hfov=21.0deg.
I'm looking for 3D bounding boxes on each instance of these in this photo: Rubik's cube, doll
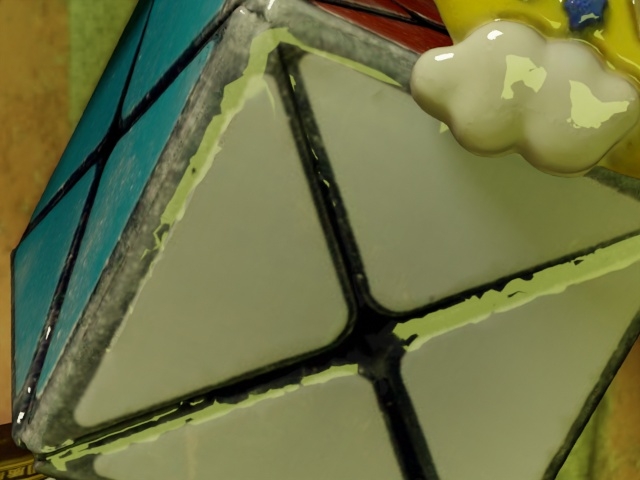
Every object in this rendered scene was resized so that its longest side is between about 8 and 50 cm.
[{"bbox_3d":[0.000,0.000,0.886,0.254,0.259,0.260,22,103,-17],"label":"Rubik's cube"},{"bbox_3d":[0.148,-0.140,0.719,0.252,0.111,0.237,0,85,1],"label":"doll"}]

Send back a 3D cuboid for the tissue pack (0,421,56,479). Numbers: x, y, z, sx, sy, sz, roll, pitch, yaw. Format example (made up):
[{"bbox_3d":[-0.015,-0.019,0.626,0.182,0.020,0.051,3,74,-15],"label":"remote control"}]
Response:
[{"bbox_3d":[-0.214,0.228,0.959,0.370,0.198,0.210,-12,108,-7],"label":"tissue pack"}]
